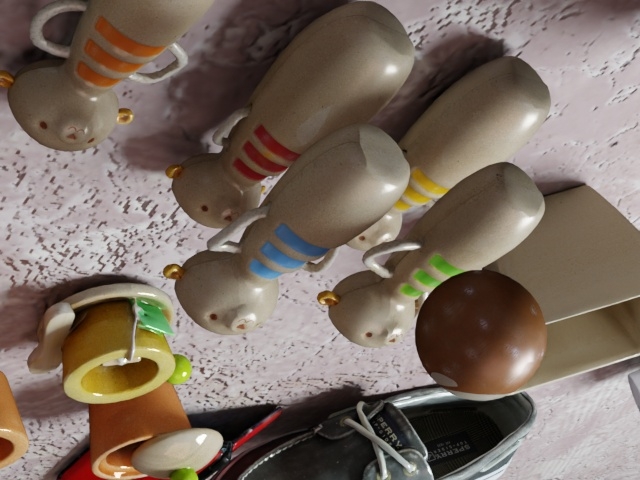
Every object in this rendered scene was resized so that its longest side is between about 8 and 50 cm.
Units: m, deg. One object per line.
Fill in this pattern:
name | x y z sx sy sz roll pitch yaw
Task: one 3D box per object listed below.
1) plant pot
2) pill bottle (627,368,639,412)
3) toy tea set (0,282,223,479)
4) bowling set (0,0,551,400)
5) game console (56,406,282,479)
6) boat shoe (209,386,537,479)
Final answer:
plant pot | 0.162 0.028 0.732 0.109 0.096 0.109 -16 150 -6
pill bottle | 0.395 0.128 1.035 0.184 0.103 0.103 -22 151 5
toy tea set | -0.186 0.116 0.644 0.336 0.124 0.200 8 141 -39
bowling set | 0.000 0.000 0.497 0.287 0.200 0.154 14 138 -39
game console | -0.124 0.169 0.887 0.124 0.085 0.144 34 127 -18
boat shoe | 0.045 0.181 0.923 0.335 0.121 0.119 -13 144 -38
